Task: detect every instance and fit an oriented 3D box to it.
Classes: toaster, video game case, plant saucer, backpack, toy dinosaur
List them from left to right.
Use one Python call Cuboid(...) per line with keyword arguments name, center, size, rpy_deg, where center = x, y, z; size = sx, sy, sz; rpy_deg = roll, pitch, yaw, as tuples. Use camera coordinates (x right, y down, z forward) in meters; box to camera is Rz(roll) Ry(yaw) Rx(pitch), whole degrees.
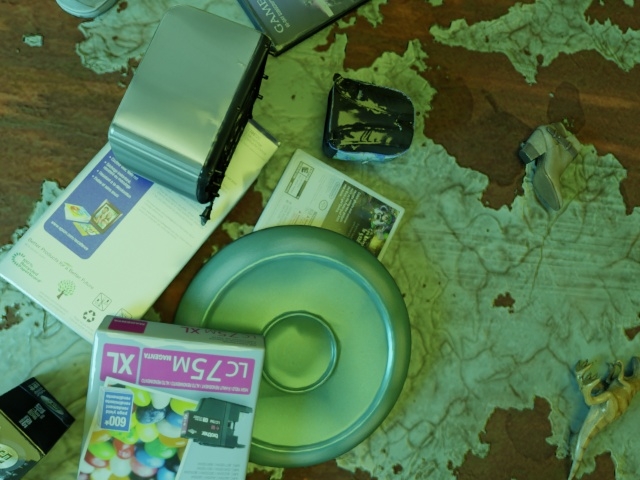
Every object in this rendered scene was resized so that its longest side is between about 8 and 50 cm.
Cuboid(name="toaster", center=(-0.135, -0.128, 0.608), size=(0.110, 0.168, 0.186), rpy_deg=(23, 81, -7))
Cuboid(name="plant saucer", center=(-0.031, 0.139, 0.722), size=(0.317, 0.043, 0.318), rpy_deg=(0, 92, -10))
Cuboid(name="video game case", center=(-0.005, -0.406, 0.791), size=(0.274, 0.026, 0.196), rpy_deg=(-35, 94, -11))
Cuboid(name="video game case", center=(0.000, 0.000, 0.766), size=(0.173, 0.022, 0.191), rpy_deg=(29, 80, -9))
Cuboid(name="backpack", center=(0.063, -0.154, 0.757), size=(0.114, 0.084, 0.105), rpy_deg=(7, 85, -7))
Cuboid(name="toy dinosaur", center=(0.405, 0.239, 0.816), size=(0.211, 0.064, 0.112), rpy_deg=(-43, 97, -11))

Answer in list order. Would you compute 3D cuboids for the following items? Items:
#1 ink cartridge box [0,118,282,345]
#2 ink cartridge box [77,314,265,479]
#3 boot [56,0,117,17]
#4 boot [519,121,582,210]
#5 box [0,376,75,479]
Cuboid(name="ink cartridge box", center=(-0.212, -0.042, 0.701), size=(0.165, 0.065, 0.333), rpy_deg=(40, 81, -7))
Cuboid(name="ink cartridge box", center=(-0.176, 0.253, 0.655), size=(0.185, 0.065, 0.312), rpy_deg=(8, 100, -9))
Cuboid(name="boot", center=(-0.234, -0.393, 0.688), size=(0.095, 0.123, 0.258), rpy_deg=(33, 80, -8))
Cuboid(name="boot", center=(0.350, -0.115, 0.839), size=(0.086, 0.042, 0.119), rpy_deg=(-31, 93, -15))
Cuboid(name="box", center=(-0.371, 0.246, 0.604), size=(0.180, 0.147, 0.078), rpy_deg=(-43, 96, -12))
